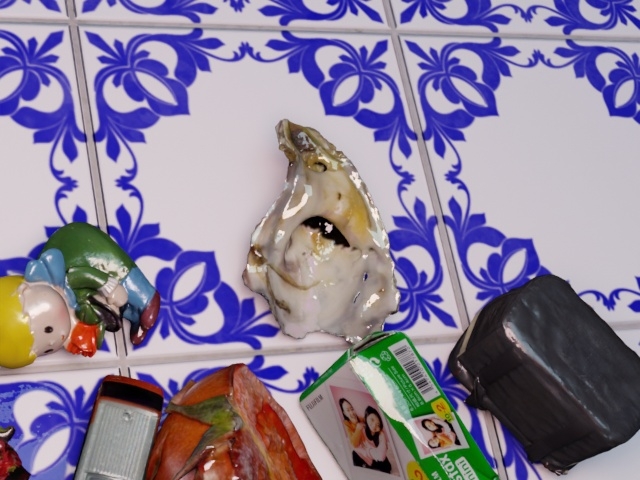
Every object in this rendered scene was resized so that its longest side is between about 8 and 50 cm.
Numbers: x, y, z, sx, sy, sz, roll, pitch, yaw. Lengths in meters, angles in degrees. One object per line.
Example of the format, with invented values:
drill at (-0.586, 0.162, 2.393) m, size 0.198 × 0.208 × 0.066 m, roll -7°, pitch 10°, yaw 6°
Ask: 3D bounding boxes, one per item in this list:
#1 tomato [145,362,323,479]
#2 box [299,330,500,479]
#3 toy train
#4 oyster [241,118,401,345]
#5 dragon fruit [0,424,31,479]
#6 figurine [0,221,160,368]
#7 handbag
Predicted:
tomato at (-0.106, 0.312, 1.582) m, size 0.170 × 0.309 × 0.309 m, roll -21°, pitch 70°, yaw 15°
box at (0.098, 0.250, 1.704) m, size 0.103 × 0.180 × 0.250 m, roll -25°, pitch 76°, yaw -35°
toy train at (-0.260, 0.337, 1.566) m, size 0.086 × 0.089 × 0.409 m, roll 17°, pitch 61°, yaw -9°
oyster at (-0.005, 0.003, 1.826) m, size 0.275 × 0.100 × 0.271 m, roll 40°, pitch 59°, yaw -16°
dragon fruit at (-0.418, 0.259, 1.499) m, size 0.172 × 0.160 × 0.166 m, roll 30°, pitch 77°, yaw -5°
figurine at (-0.319, 0.098, 1.643) m, size 0.185 × 0.127 × 0.234 m, roll 47°, pitch 47°, yaw -5°
handbag at (0.311, 0.177, 1.826) m, size 0.254 × 0.181 × 0.181 m, roll 44°, pitch 57°, yaw -1°
